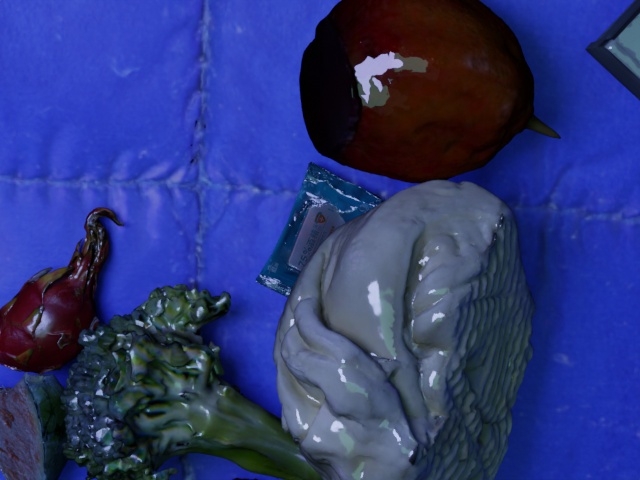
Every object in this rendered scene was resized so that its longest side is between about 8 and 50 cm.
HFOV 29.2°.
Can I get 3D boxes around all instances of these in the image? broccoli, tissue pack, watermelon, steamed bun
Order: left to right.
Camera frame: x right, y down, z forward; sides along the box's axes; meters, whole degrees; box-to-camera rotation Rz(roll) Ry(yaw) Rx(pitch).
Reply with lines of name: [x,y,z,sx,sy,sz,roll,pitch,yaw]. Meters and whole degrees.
watermelon: [-0.300,0.179,1.239,0.139,0.071,0.187,33,131,23]
broccoli: [-0.115,0.144,1.207,0.275,0.177,0.198,2,79,-20]
tissue pack: [0.000,0.000,1.220,0.085,0.028,0.138,26,104,4]
steamed bun: [0.064,0.107,1.126,0.206,0.275,0.320,16,72,33]

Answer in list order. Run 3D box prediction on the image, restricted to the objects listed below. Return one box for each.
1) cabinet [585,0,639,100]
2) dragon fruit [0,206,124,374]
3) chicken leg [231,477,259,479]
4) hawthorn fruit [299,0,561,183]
cabinet: [0.371,-0.198,1.099,0.150,0.145,0.206,43,99,-1]
dragon fruit: [-0.252,0.057,1.221,0.094,0.094,0.190,37,90,-1]
chicken leg: [-0.017,0.298,1.239,0.219,0.089,0.048,20,142,1]
hawthorn fruit: [0.105,-0.137,1.112,0.251,0.189,0.189,16,99,-2]
